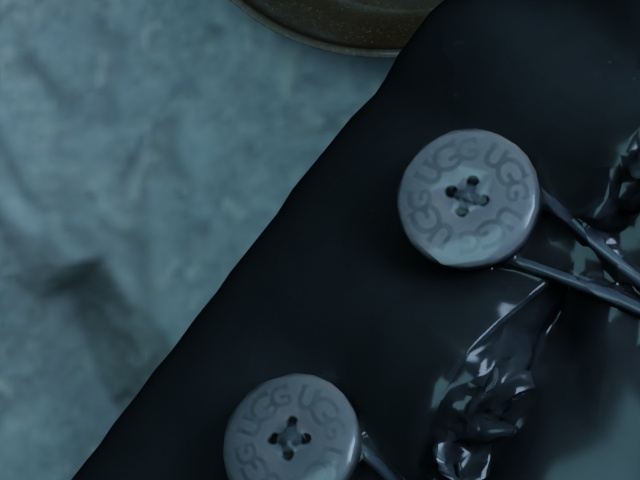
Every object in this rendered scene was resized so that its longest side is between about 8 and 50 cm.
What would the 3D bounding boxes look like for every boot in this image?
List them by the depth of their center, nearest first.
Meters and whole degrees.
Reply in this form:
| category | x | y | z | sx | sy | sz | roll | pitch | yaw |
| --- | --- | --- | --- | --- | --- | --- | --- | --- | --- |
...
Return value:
| category | x | y | z | sx | sy | sz | roll | pitch | yaw |
| --- | --- | --- | --- | --- | --- | --- | --- | --- | --- |
| boot | 0.001 | 0.001 | 0.620 | 0.367 | 0.146 | 0.445 | 32 | 93 | 37 |

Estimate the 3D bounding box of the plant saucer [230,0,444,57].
| category | x | y | z | sx | sy | sz | roll | pitch | yaw |
| --- | --- | --- | --- | --- | --- | --- | --- | --- | --- |
| plant saucer | 0.036 | -0.163 | 0.759 | 0.198 | 0.036 | 0.199 | -4 | 79 | 19 |
